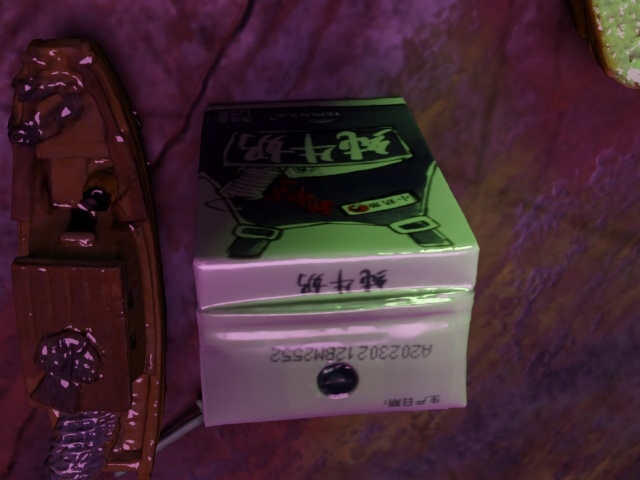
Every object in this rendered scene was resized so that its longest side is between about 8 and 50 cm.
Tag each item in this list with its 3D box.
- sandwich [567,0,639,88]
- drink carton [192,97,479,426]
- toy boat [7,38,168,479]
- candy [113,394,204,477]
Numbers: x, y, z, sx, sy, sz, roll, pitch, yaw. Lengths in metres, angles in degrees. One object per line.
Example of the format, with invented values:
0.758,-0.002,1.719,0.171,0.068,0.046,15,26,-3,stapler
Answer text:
0.210,-0.211,0.509,0.186,0.065,0.215,-26,116,8,sandwich
-0.001,0.000,0.509,0.134,0.222,0.102,-1,117,-5,drink carton
-0.149,0.031,0.572,0.089,0.121,0.321,2,117,0,toy boat
-0.085,0.132,0.673,0.201,0.060,0.060,-34,115,22,candy
